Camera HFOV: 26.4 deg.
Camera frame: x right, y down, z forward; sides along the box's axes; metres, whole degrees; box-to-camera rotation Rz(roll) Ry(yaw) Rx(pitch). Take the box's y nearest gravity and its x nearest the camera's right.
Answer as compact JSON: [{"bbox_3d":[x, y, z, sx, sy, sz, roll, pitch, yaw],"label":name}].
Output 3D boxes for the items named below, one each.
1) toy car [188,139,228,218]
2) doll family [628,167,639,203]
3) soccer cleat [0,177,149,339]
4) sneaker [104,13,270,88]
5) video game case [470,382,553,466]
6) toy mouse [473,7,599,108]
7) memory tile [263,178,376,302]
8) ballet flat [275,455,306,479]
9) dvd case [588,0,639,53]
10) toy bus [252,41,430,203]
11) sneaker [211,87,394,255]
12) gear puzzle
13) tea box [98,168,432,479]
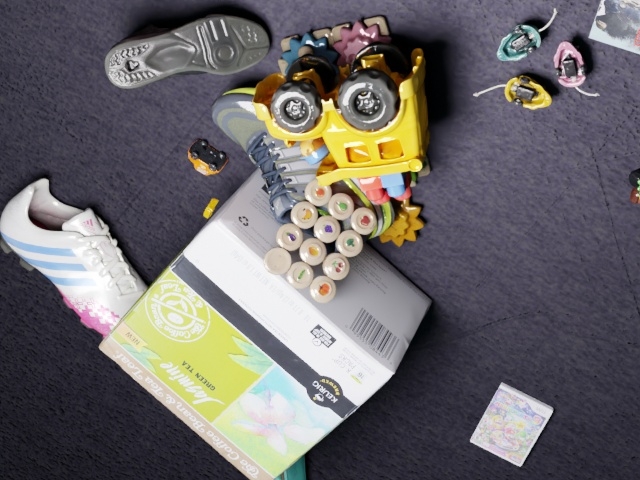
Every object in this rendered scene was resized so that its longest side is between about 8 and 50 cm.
[{"bbox_3d":[-0.175,-0.087,1.987,0.060,0.122,0.040,19,142,-12],"label":"toy car"},{"bbox_3d":[0.457,-0.093,1.759,0.111,0.076,0.193,27,119,11],"label":"doll family"},{"bbox_3d":[-0.353,0.038,2.115,0.331,0.116,0.143,38,125,-1],"label":"soccer cleat"},{"bbox_3d":[-0.187,-0.271,1.910,0.228,0.130,0.087,-14,109,-3],"label":"sneaker"},{"bbox_3d":[0.288,0.279,2.061,0.087,0.011,0.122,26,123,6],"label":"video game case"},{"bbox_3d":[0.290,-0.239,1.764,0.161,0.031,0.143,15,122,13],"label":"toy mouse"},{"bbox_3d":[0.000,0.000,1.826,0.113,0.148,0.012,33,168,-11],"label":"memory tile"},{"bbox_3d":[-0.060,0.419,2.244,0.087,0.083,0.247,18,126,40],"label":"ballet flat"},{"bbox_3d":[0.406,-0.276,1.709,0.120,0.013,0.087,20,123,9],"label":"dvd case"},{"bbox_3d":[0.041,-0.138,1.798,0.220,0.149,0.211,-6,116,14],"label":"toy bus"},{"bbox_3d":[-0.038,-0.094,1.884,0.300,0.121,0.111,40,140,5],"label":"sneaker"},{"bbox_3d":[0.055,-0.136,1.903,0.176,0.044,0.338,-9,114,25],"label":"gear puzzle"},{"bbox_3d":[-0.080,0.123,1.993,0.329,0.220,0.323,41,124,-4],"label":"tea box"}]
